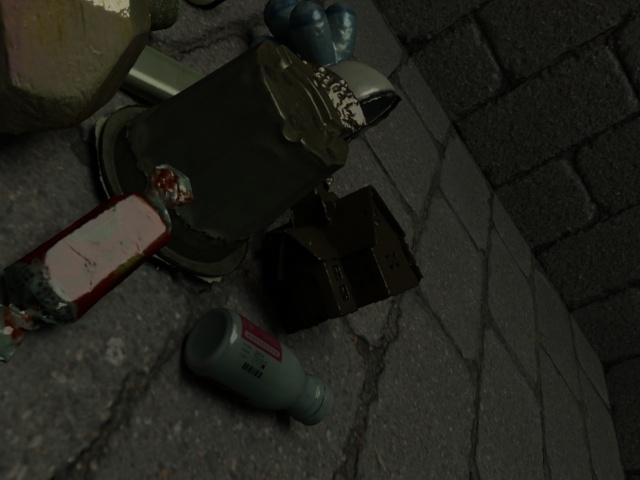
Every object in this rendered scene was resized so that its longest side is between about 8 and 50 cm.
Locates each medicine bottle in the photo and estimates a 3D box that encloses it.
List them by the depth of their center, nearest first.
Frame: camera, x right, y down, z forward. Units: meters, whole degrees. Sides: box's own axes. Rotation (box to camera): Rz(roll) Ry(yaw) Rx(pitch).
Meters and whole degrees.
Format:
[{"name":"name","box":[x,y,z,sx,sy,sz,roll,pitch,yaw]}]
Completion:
[{"name":"medicine bottle","box":[-0.073,0.174,0.858,0.217,0.090,0.090,41,32,-36]}]

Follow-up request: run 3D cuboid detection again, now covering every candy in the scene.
[{"name":"candy","box":[-0.238,0.014,0.690,0.086,0.059,0.292,52,53,-10]}]

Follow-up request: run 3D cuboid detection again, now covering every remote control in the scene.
[{"name":"remote control","box":[-0.189,-0.223,1.033,0.309,0.038,0.090,22,57,-34]}]

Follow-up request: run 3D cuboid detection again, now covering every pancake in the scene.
[{"name":"pancake","box":[-0.046,-0.203,1.174,0.286,0.033,0.288,-7,74,-24]}]

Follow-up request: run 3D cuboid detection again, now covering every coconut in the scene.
[{"name":"coconut","box":[-0.302,-0.238,0.698,0.237,0.237,0.197,34,-5,-43]}]

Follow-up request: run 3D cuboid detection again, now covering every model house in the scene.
[{"name":"model house","box":[0.000,0.000,1.018,0.204,0.211,0.243,-10,78,-64]}]

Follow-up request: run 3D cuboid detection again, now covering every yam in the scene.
[{"name":"yam","box":[-0.290,-0.368,0.994,0.107,0.107,0.194,58,25,-6]}]

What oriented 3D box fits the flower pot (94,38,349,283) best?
[{"name":"flower pot","box":[-0.114,-0.115,0.882,0.290,0.259,0.290,43,31,-34]}]

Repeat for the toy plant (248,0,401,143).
[{"name":"toy plant","box":[-0.012,-0.375,1.373,0.332,0.247,0.247,61,26,5]}]

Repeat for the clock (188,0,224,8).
[{"name":"clock","box":[-0.284,-0.640,1.267,0.276,0.120,0.379,0,64,-66]}]
